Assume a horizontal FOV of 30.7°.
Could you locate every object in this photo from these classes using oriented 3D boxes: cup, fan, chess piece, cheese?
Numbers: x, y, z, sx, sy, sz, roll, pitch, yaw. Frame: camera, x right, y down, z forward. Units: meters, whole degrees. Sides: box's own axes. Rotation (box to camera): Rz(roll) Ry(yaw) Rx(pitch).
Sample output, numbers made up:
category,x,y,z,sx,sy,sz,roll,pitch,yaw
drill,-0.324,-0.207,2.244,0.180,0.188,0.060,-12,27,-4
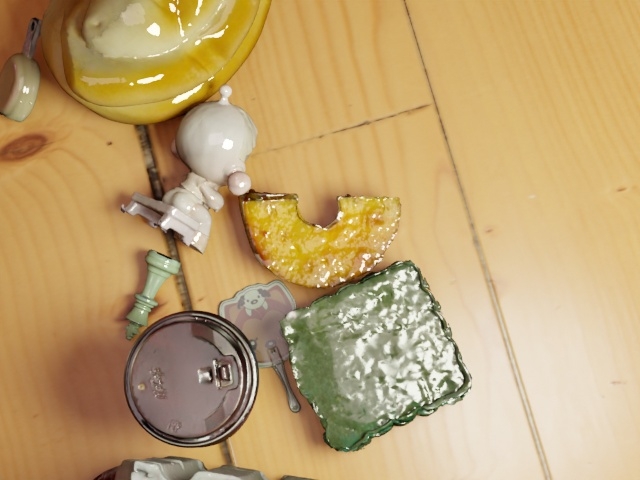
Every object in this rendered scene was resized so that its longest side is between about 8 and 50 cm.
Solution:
category,x,y,z,sx,sy,sz,roll,pitch,yaw
cup,-0.176,0.205,1.739,0.196,0.279,0.196,0,85,4
fan,-0.078,0.175,1.881,0.132,0.009,0.220,-21,81,-1
chess piece,-0.278,0.092,1.879,0.059,0.059,0.149,22,88,5
cheese,-0.492,-0.281,1.922,0.047,0.092,0.171,10,86,-38

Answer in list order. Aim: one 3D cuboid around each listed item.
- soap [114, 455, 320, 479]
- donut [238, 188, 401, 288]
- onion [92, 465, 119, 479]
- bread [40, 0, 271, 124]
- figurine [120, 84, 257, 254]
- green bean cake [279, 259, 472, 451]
category,x,y,z,sx,sy,sz,roll,pitch,yaw
soap,-0.108,0.427,1.634,0.350,0.435,0.213,8,81,0
donut,-0.005,0.004,1.859,0.259,0.101,0.152,3,81,1
onion,-0.340,0.439,1.786,0.098,0.151,0.206,12,65,18
bread,-0.260,-0.393,1.853,0.329,0.245,0.424,38,84,7
figurine,-0.194,-0.123,1.859,0.144,0.182,0.256,27,88,-20
green bean cake,0.085,0.181,1.816,0.255,0.132,0.241,-27,83,1
